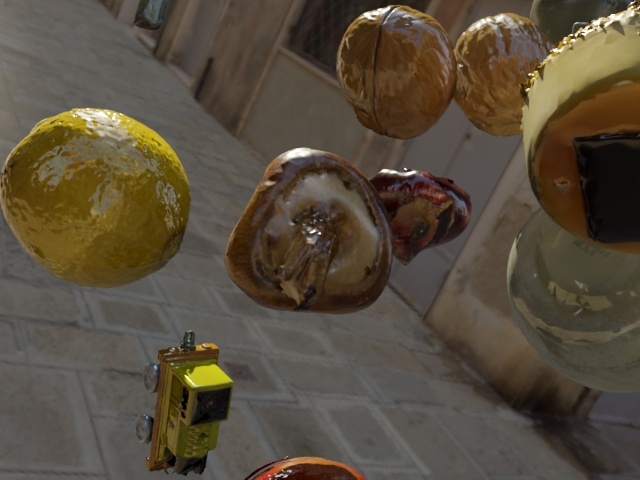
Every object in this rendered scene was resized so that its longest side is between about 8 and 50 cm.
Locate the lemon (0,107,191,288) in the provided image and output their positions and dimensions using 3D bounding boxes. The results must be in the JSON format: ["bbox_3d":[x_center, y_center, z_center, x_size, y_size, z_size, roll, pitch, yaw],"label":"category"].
[{"bbox_3d":[-0.339,-0.063,1.133,0.293,0.293,0.293,24,15,-7],"label":"lemon"}]

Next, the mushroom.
[{"bbox_3d":[0.000,0.000,1.380,0.345,0.345,0.259,19,-15,-24],"label":"mushroom"}]

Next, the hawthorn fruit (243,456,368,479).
[{"bbox_3d":[-0.022,0.520,1.252,0.316,0.316,0.316,24,15,-7],"label":"hawthorn fruit"}]

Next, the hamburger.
[{"bbox_3d":[0.362,-0.118,0.802,0.294,0.179,0.276,-3,-46,31],"label":"hamburger"}]

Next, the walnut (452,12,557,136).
[{"bbox_3d":[0.316,-0.280,1.280,0.213,0.213,0.213,24,15,-7],"label":"walnut"}]

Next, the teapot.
[{"bbox_3d":[0.560,-0.376,1.580,0.223,0.285,0.305,6,8,-11],"label":"teapot"}]

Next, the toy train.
[{"bbox_3d":[-0.181,0.233,1.009,0.089,0.219,0.127,0,17,-38],"label":"toy train"}]

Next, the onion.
[{"bbox_3d":[0.193,-0.045,1.617,0.272,0.195,0.272,2,-12,0],"label":"onion"}]

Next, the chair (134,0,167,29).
[{"bbox_3d":[-0.138,-0.327,0.597,0.203,0.190,0.275,36,43,-39],"label":"chair"}]

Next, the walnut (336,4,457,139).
[{"bbox_3d":[0.106,-0.233,1.032,0.167,0.167,0.207,33,-12,25],"label":"walnut"}]

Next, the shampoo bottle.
[{"bbox_3d":[0.462,0.074,1.181,0.317,0.322,0.322,25,11,-45],"label":"shampoo bottle"}]
